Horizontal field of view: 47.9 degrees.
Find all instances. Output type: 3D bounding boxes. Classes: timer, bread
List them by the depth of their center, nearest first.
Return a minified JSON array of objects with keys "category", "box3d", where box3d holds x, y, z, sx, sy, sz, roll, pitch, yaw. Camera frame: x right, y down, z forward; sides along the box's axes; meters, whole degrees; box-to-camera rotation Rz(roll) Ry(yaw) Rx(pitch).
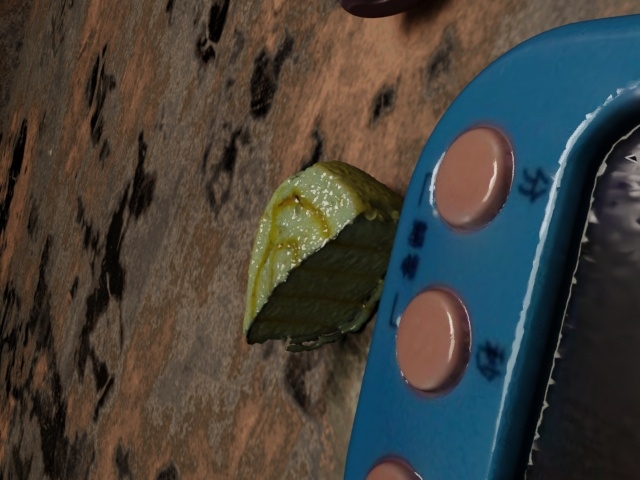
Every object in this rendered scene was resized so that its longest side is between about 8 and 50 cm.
[{"category":"timer","box3d":[0.141,0.079,0.302,0.309,0.115,0.339,17,95,58]},{"category":"bread","box3d":[-0.004,0.002,0.555,0.156,0.103,0.110,-48,49,30]}]

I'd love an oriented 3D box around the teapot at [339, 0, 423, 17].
[{"category":"teapot","box3d":[0.057,-0.249,0.559,0.116,0.148,0.145,84,175,-78]}]
